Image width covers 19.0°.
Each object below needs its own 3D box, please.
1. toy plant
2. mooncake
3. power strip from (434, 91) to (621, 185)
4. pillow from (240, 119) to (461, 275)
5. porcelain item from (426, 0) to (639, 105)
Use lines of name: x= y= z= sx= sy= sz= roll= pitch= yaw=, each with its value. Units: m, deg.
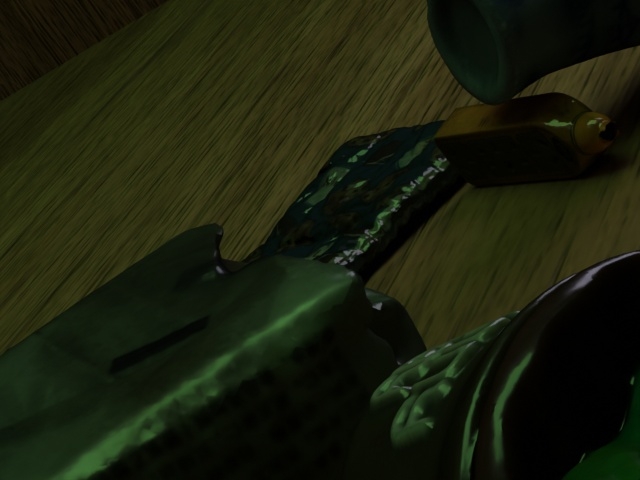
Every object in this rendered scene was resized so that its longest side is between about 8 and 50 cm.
toy plant: x=0.088 y=0.054 z=0.417 sx=0.143 sy=0.105 sz=0.200 roll=-28 pitch=9 yaw=-38
mooncake: x=-0.086 y=0.109 z=0.944 sx=0.254 sy=0.136 sz=0.250 roll=-35 pitch=16 yaw=-18
power strip: x=0.127 y=-0.061 z=1.164 sx=0.028 sy=0.049 sz=0.178 roll=-47 pitch=18 yaw=-20
pillow: x=0.000 y=-0.001 z=1.294 sx=0.255 sy=0.034 sz=0.189 roll=-46 pitch=16 yaw=-28
porcelain item: x=0.191 y=-0.175 z=1.164 sx=0.259 sy=0.141 sz=0.141 roll=-30 pitch=13 yaw=-19
